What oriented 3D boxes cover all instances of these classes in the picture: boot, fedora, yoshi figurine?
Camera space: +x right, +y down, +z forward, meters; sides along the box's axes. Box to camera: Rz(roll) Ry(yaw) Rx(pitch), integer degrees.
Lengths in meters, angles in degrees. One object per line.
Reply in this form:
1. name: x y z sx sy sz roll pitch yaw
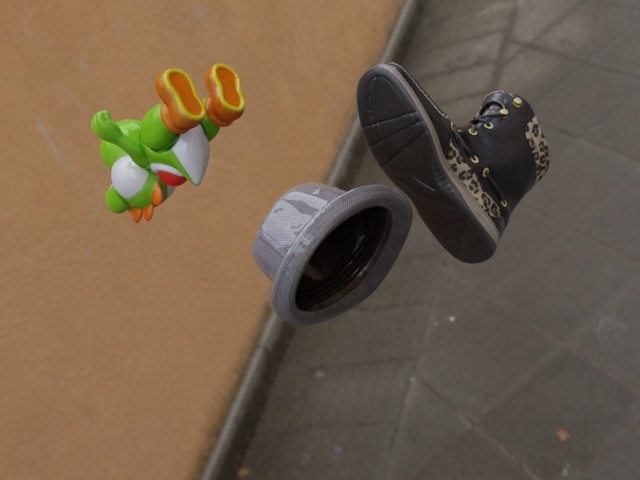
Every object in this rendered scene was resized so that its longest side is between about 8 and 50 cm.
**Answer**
1. boot: 0.244 -0.182 1.713 0.138 0.377 0.284 -25 13 50
2. fedora: 0.000 0.000 1.439 0.124 0.243 0.275 37 30 26
3. yoshi figurine: -0.291 -0.187 1.713 0.362 0.204 0.203 -41 23 44
